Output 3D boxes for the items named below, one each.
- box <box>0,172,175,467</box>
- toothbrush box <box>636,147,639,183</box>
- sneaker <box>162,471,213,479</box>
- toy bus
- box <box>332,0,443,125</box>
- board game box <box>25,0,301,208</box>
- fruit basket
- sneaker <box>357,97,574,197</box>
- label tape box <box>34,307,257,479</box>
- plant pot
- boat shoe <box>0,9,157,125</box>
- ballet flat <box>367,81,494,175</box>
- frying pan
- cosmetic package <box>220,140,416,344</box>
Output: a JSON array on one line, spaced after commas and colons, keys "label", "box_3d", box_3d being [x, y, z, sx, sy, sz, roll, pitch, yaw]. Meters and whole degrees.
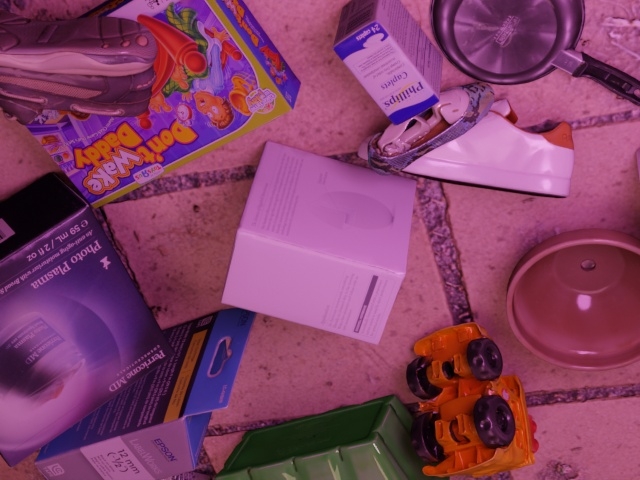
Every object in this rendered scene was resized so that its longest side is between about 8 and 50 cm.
[{"label": "box", "box_3d": [-0.419, 0.114, 1.735, 0.296, 0.183, 0.294, -35, 123, -15]}, {"label": "toothbrush box", "box_3d": [0.558, -0.023, 1.533, 0.283, 0.206, 0.122, 33, 125, -15]}, {"label": "sneaker", "box_3d": [-0.257, 0.420, 2.098, 0.135, 0.052, 0.058, 0, 122, 10]}, {"label": "toy bus", "box_3d": [0.253, 0.256, 1.826, 0.149, 0.220, 0.211, -24, 150, 38]}, {"label": "box", "box_3d": [0.088, -0.237, 1.505, 0.072, 0.126, 0.137, -30, 116, 26]}, {"label": "board game box", "box_3d": [-0.235, -0.212, 1.609, 0.347, 0.078, 0.233, -24, 119, 25]}, {"label": "fruit basket", "box_3d": [0.047, 0.468, 1.969, 0.392, 0.283, 0.392, 5, 111, 14]}, {"label": "sneaker", "box_3d": [0.198, -0.135, 1.601, 0.290, 0.106, 0.123, 9, 92, 14]}, {"label": "label tape box", "box_3d": [-0.243, 0.250, 1.844, 0.348, 0.249, 0.115, -18, 121, 21]}, {"label": "plant pot", "box_3d": [0.383, 0.063, 1.687, 0.237, 0.109, 0.237, 5, 128, 6]}, {"label": "boat shoe", "box_3d": [-0.381, -0.209, 1.507, 0.356, 0.132, 0.130, 6, 124, 9]}, {"label": "ballet flat", "box_3d": [0.141, -0.152, 1.534, 0.188, 0.070, 0.070, -37, 116, 1]}, {"label": "frying pan", "box_3d": [0.275, -0.235, 1.529, 0.197, 0.053, 0.326, -30, 113, 29]}, {"label": "cosmetic package", "box_3d": [0.000, 0.000, 1.633, 0.225, 0.224, 0.138, 16, 127, -2]}]
